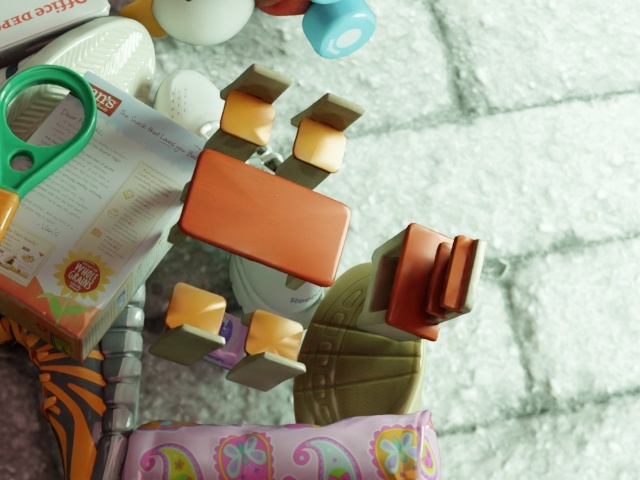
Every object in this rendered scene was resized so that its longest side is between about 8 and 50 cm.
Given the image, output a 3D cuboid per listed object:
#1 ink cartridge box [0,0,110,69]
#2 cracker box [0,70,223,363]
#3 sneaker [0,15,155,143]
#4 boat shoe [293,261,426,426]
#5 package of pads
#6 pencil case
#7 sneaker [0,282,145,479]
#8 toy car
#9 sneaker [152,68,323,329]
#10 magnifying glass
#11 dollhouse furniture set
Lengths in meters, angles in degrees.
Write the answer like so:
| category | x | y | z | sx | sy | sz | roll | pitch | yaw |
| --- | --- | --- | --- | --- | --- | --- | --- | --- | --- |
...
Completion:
| category | x | y | z | sx | sy | sz | roll | pitch | yaw |
| --- | --- | --- | --- | --- | --- | --- | --- | --- | --- |
| ink cartridge box | -0.325 | -0.277 | 1.611 | 0.148 | 0.086 | 0.203 | -24 | 78 | -19 |
| cracker box | -0.216 | -0.025 | 1.451 | 0.155 | 0.067 | 0.232 | 32 | 65 | 9 |
| sneaker | -0.314 | -0.124 | 1.548 | 0.148 | 0.131 | 0.350 | 16 | 41 | 36 |
| boat shoe | 0.036 | 0.191 | 1.516 | 0.121 | 0.110 | 0.341 | 6 | 72 | 13 |
| package of pads | -0.110 | 0.092 | 1.558 | 0.083 | 0.032 | 0.050 | 22 | 64 | -4 |
| pencil case | -0.030 | 0.214 | 1.398 | 0.284 | 0.124 | 0.124 | -2 | 70 | 9 |
| sneaker | -0.258 | 0.112 | 1.482 | 0.180 | 0.124 | 0.321 | 4 | 59 | -7 |
| toy car | -0.097 | -0.280 | 1.614 | 0.238 | 0.210 | 0.219 | -26 | 68 | -7 |
| sneaker | -0.069 | -0.057 | 1.561 | 0.111 | 0.129 | 0.297 | -24 | 70 | -25 |
| magnifying glass | -0.271 | -0.060 | 1.413 | 0.092 | 0.026 | 0.231 | 19 | 61 | 2 |
| dollhouse furniture set | 0.000 | 0.000 | 1.402 | 0.259 | 0.135 | 0.262 | 21 | 69 | -18 |
